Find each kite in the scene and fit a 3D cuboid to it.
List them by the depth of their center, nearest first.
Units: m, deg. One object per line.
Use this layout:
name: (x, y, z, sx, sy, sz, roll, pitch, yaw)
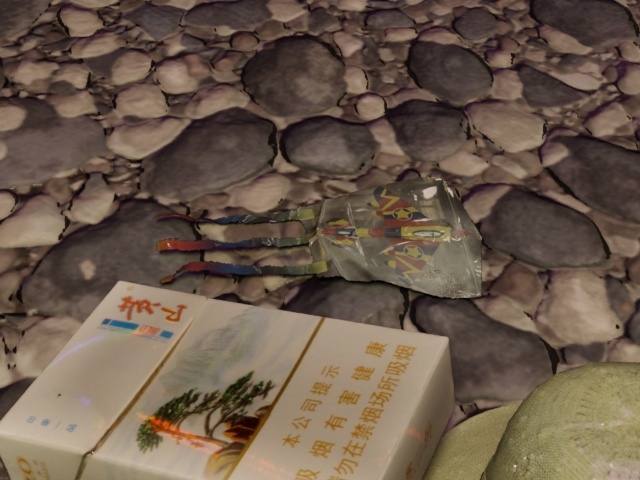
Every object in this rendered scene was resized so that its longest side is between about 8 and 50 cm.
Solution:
kite: (0.000, -0.001, 0.982, 0.245, 0.015, 0.141, -3, 38, -8)

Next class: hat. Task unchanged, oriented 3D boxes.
hat: (0.165, 0.141, 0.733, 0.257, 0.130, 0.257, 1, 40, -1)

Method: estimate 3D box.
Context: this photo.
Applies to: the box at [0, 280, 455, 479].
box: (-0.054, 0.106, 0.787, 0.233, 0.067, 0.149, 8, 37, 22)
